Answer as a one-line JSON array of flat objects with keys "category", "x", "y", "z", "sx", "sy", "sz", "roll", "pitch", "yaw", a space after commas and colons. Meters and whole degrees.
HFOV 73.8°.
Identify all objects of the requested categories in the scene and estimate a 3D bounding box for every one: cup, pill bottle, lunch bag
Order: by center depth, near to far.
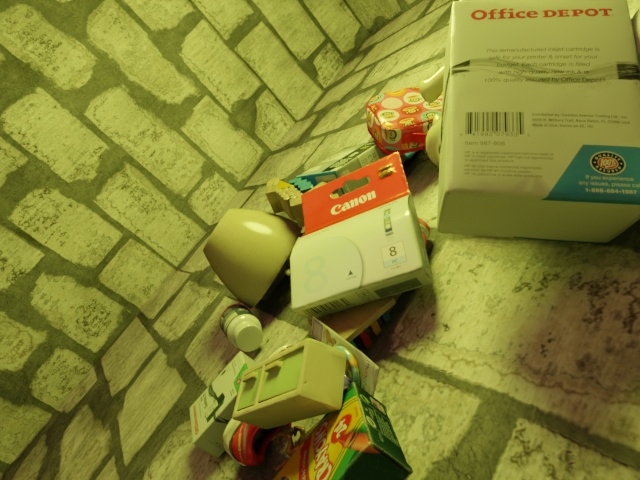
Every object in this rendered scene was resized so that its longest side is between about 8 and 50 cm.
[{"category": "lunch bag", "x": 0.297, "y": -0.356, "z": 1.258, "sx": 0.292, "sy": 0.120, "sz": 0.258, "roll": -13, "pitch": 41, "yaw": -4}, {"category": "pill bottle", "x": -0.240, "y": 0.269, "z": 1.306, "sx": 0.108, "sy": 0.108, "sz": 0.180, "roll": -50, "pitch": 25, "yaw": -10}, {"category": "cup", "x": -0.246, "y": 0.027, "z": 1.422, "sx": 0.331, "sy": 0.236, "sz": 0.331, "roll": -56, "pitch": 9, "yaw": 13}]

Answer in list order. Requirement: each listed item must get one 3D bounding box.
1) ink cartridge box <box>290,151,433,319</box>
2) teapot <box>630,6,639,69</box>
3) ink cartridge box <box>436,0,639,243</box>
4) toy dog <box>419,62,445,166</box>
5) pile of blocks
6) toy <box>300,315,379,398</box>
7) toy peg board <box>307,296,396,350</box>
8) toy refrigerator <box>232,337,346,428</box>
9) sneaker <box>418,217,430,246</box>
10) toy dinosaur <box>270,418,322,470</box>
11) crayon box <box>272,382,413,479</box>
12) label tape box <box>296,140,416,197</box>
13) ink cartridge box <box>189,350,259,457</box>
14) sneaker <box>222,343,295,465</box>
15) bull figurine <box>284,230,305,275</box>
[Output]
[{"category": "ink cartridge box", "x": 0.072, "y": -0.034, "z": 1.019, "sx": 0.307, "sy": 0.091, "sz": 0.386, "roll": -21, "pitch": 55, "yaw": 22}, {"category": "teapot", "x": 0.601, "y": -0.292, "z": 0.719, "sx": 0.256, "sy": 0.252, "sz": 0.187, "roll": -47, "pitch": 1, "yaw": -37}, {"category": "ink cartridge box", "x": 0.358, "y": -0.213, "z": 0.733, "sx": 0.284, "sy": 0.166, "sz": 0.396, "roll": 5, "pitch": 69, "yaw": 11}, {"category": "toy dog", "x": 0.418, "y": -0.289, "z": 0.992, "sx": 0.395, "sy": 0.285, "sz": 0.408, "roll": 34, "pitch": 76, "yaw": 28}, {"category": "pile of blocks", "x": -0.039, "y": -0.105, "z": 1.322, "sx": 0.148, "sy": 0.113, "sz": 0.362, "roll": -35, "pitch": 39, "yaw": -18}, {"category": "toy", "x": 0.019, "y": 0.262, "z": 0.854, "sx": 0.237, "sy": 0.056, "sz": 0.137, "roll": 28, "pitch": 115, "yaw": 59}, {"category": "toy peg board", "x": 0.081, "y": 0.188, "z": 0.984, "sx": 0.160, "sy": 0.079, "sz": 0.161, "roll": -36, "pitch": 23, "yaw": -17}, {"category": "toy refrigerator", "x": -0.070, "y": 0.280, "z": 0.812, "sx": 0.269, "sy": 0.094, "sz": 0.102, "roll": -39, "pitch": 32, "yaw": 46}, {"category": "sneaker", "x": 0.123, "y": 0.050, "z": 1.059, "sx": 0.313, "sy": 0.116, "sz": 0.136, "roll": -29, "pitch": 31, "yaw": 33}, {"category": "toy dinosaur", "x": -0.031, "y": 0.406, "z": 0.843, "sx": 0.112, "sy": 0.064, "sz": 0.212, "roll": 23, "pitch": 80, "yaw": 45}, {"category": "crayon box", "x": -0.008, "y": 0.403, "z": 0.666, "sx": 0.319, "sy": 0.081, "sz": 0.202, "roll": -52, "pitch": 5, "yaw": 1}, {"category": "label tape box", "x": 0.125, "y": -0.255, "z": 1.420, "sx": 0.347, "sy": 0.115, "sz": 0.249, "roll": -37, "pitch": 21, "yaw": -24}, {"category": "ink cartridge box", "x": -0.233, "y": 0.415, "z": 1.094, "sx": 0.208, "sy": 0.087, "sz": 0.153, "roll": -49, "pitch": 24, "yaw": -4}, {"category": "sneaker", "x": -0.102, "y": 0.375, "z": 0.972, "sx": 0.118, "sy": 0.107, "sz": 0.279, "roll": 9, "pitch": 59, "yaw": 39}, {"category": "bull figurine", "x": 0.000, "y": 0.000, "z": 1.352, "sx": 0.188, "sy": 0.101, "sz": 0.311, "roll": -36, "pitch": 19, "yaw": 36}]
